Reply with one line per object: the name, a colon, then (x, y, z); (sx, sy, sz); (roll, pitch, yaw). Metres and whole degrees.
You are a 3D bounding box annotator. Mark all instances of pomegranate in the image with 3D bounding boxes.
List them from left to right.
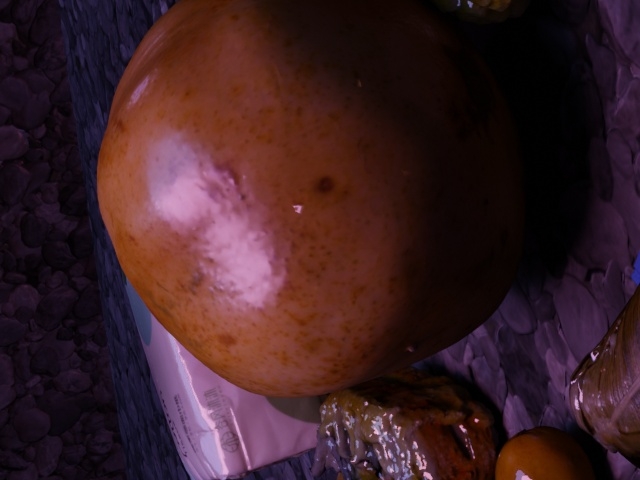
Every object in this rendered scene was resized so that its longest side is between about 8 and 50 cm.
pomegranate: (-0.011, -0.043, 1.274); (0.416, 0.416, 0.417); (166, 90, -70)

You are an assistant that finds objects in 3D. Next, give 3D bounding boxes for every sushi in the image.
sushi: (0.095, 0.240, 1.580); (0.274, 0.139, 0.184); (-165, 63, -66)

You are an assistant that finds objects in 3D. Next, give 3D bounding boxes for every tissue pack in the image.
tissue pack: (-0.130, 0.127, 1.849); (0.266, 0.194, 0.356); (137, 115, -74)

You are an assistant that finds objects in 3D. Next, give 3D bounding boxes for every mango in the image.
mango: (0.216, 0.250, 1.336); (0.111, 0.089, 0.163); (50, 156, 49)

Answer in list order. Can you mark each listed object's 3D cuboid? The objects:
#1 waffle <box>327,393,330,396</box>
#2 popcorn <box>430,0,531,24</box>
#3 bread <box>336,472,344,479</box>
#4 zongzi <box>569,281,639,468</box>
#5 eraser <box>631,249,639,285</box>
waffle: (0.019, 0.147, 1.846); (0.307, 0.060, 0.312); (107, 142, -54)
popcorn: (0.134, -0.256, 1.193); (0.125, 0.126, 0.145); (7, 95, 43)
bread: (0.069, 0.370, 1.749); (0.138, 0.102, 0.196); (57, 140, 42)
zongzi: (0.261, 0.014, 0.982); (0.286, 0.134, 0.288); (-30, 75, 64)
eraser: (0.280, 0.035, 1.106); (0.063, 0.027, 0.085); (99, 150, -45)
